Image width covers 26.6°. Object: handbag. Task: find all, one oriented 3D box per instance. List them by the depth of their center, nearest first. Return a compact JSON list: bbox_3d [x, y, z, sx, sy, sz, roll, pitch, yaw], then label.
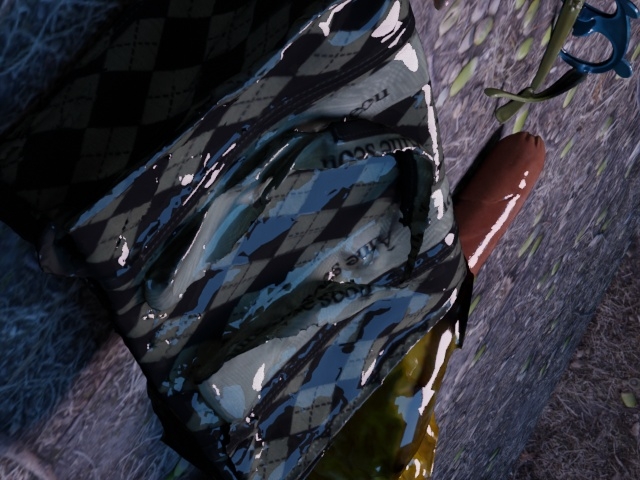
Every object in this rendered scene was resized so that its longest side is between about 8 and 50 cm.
[{"bbox_3d":[-0.053,-0.012,0.995,0.316,0.180,0.416,-47,148,-20],"label":"handbag"}]

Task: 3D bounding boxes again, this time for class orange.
[{"bbox_3d":[0.037,0.150,1.420,0.368,0.210,0.270,99,7,-52],"label":"orange"}]

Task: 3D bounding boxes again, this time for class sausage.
[{"bbox_3d":[0.160,0.039,1.760,0.433,0.088,0.088,-54,161,-6],"label":"sausage"}]

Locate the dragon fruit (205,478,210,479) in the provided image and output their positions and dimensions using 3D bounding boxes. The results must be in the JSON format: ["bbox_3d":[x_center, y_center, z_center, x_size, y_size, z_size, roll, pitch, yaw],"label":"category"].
[{"bbox_3d":[-0.013,0.442,1.519,0.386,0.249,0.370,57,28,-78],"label":"dragon fruit"}]

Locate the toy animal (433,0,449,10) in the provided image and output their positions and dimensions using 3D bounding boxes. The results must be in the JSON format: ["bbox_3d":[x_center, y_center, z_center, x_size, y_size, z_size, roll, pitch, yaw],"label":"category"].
[{"bbox_3d":[0.118,-0.261,1.184,0.091,0.082,0.114,-17,136,-64],"label":"toy animal"}]

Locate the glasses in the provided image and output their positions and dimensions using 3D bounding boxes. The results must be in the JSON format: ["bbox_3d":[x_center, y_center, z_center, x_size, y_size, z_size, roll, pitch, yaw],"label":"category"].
[{"bbox_3d":[0.275,-0.233,1.658,0.207,0.102,0.239,-26,158,-4],"label":"glasses"}]
